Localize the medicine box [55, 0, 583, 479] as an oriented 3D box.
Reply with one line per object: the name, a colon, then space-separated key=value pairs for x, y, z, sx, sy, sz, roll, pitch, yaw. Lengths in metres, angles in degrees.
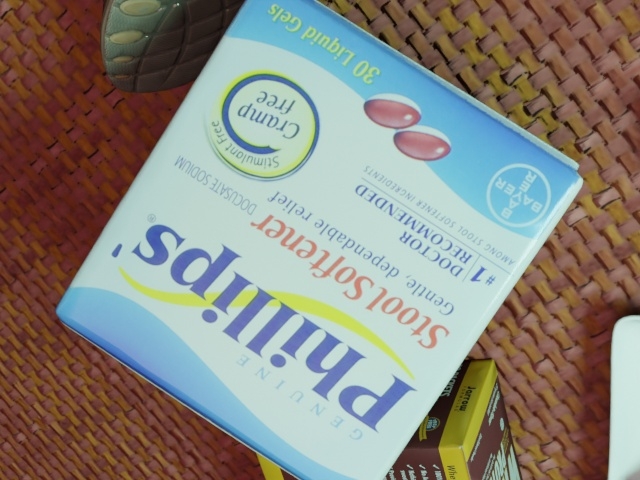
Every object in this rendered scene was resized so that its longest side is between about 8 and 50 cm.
medicine box: x=0.000 y=0.000 z=0.767 sx=0.264 sy=0.149 sz=0.289 roll=33 pitch=96 yaw=2

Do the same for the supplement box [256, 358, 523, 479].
supplement box: x=0.074 y=0.226 z=0.944 sx=0.194 sy=0.129 sz=0.191 roll=-6 pitch=115 yaw=25

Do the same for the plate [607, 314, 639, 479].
plate: x=0.382 y=0.183 z=0.843 sx=0.278 sy=0.045 sz=0.277 roll=5 pitch=120 yaw=20

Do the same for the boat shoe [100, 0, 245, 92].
boat shoe: x=-0.105 y=-0.245 z=0.767 sx=0.324 sy=0.123 sz=0.116 roll=-60 pitch=42 yaw=48
